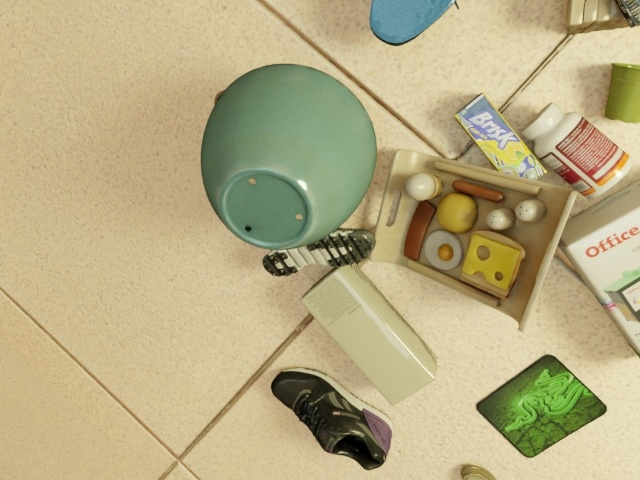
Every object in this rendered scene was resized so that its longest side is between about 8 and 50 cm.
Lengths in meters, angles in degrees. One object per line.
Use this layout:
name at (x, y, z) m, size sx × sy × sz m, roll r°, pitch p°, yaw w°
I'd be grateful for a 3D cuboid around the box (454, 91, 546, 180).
box at (0.299, -0.165, 0.751) m, size 0.059 × 0.054 × 0.168 m, roll -39°, pitch 89°, yaw 21°

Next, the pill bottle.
pill bottle at (0.400, -0.146, 0.708) m, size 0.152 × 0.086 × 0.086 m, roll 42°, pitch 111°, yaw 3°

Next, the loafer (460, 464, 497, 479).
loafer at (0.347, 0.521, 0.907) m, size 0.148 × 0.050 × 0.056 m, roll 42°, pitch 111°, yaw 3°

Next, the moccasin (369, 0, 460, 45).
moccasin at (0.200, -0.453, 0.684) m, size 0.138 × 0.117 × 0.342 m, roll 36°, pitch 106°, yaw -7°

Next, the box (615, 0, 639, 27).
box at (0.439, -0.335, 0.587) m, size 0.083 × 0.018 × 0.067 m, roll -32°, pitch 94°, yaw 21°

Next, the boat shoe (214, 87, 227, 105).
boat shoe at (-0.067, -0.170, 0.828) m, size 0.324 × 0.116 × 0.123 m, roll 36°, pitch 111°, yaw 6°

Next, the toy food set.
toy food set at (0.226, -0.013, 0.737) m, size 0.306 × 0.093 × 0.219 m, roll 27°, pitch 112°, yaw 41°

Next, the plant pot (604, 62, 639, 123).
plant pot at (0.473, -0.222, 0.677) m, size 0.084 × 0.083 × 0.079 m, roll 13°, pitch 118°, yaw 14°

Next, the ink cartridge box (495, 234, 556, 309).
ink cartridge box at (0.344, 0.051, 0.766) m, size 0.056 × 0.099 × 0.135 m, roll 17°, pitch 107°, yaw 12°

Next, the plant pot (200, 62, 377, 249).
plant pot at (-0.061, -0.098, 0.690) m, size 0.291 × 0.195 × 0.290 m, roll 4°, pitch 127°, yaw 6°

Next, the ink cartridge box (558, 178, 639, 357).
ink cartridge box at (0.540, 0.054, 0.697) m, size 0.201 × 0.117 × 0.278 m, roll -36°, pitch 91°, yaw 21°

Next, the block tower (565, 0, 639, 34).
block tower at (0.524, -0.357, 0.617) m, size 0.336 × 0.097 × 0.090 m, roll 1°, pitch 103°, yaw 15°

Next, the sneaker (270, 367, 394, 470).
sneaker at (0.015, 0.367, 0.930) m, size 0.284 × 0.124 × 0.107 m, roll 24°, pitch 108°, yaw 10°

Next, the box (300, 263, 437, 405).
box at (0.097, 0.174, 0.875) m, size 0.113 × 0.094 × 0.275 m, roll -40°, pitch 90°, yaw 22°

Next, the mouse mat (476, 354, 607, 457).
mouse mat at (0.420, 0.323, 0.860) m, size 0.152 × 0.007 × 0.189 m, roll 44°, pitch 110°, yaw 3°

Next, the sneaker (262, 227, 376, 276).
sneaker at (0.000, 0.000, 0.852) m, size 0.235 × 0.106 × 0.078 m, roll -14°, pitch 125°, yaw 30°
